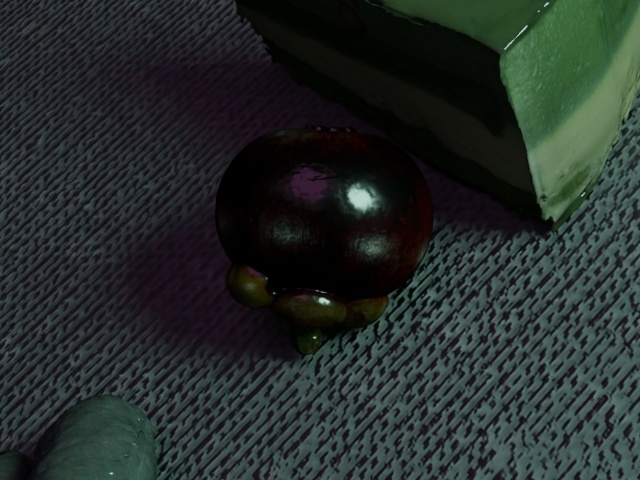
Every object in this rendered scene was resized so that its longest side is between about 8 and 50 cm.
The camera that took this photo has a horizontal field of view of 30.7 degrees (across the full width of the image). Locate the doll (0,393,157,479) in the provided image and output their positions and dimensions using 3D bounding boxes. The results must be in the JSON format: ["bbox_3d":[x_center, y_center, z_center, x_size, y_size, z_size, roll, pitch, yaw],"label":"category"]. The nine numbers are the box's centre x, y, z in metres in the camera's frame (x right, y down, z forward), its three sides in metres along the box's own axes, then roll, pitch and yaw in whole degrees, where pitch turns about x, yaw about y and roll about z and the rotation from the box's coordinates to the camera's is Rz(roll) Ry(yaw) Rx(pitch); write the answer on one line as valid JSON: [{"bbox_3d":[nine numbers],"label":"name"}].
[{"bbox_3d":[-0.133,0.218,0.566,0.246,0.158,0.340,-29,20,6],"label":"doll"}]

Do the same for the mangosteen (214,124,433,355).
[{"bbox_3d":[0.000,0.000,0.694,0.140,0.140,0.140,-10,51,13],"label":"mangosteen"}]

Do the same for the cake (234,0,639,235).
[{"bbox_3d":[0.080,-0.160,0.761,0.172,0.158,0.284,-44,49,-17],"label":"cake"}]
